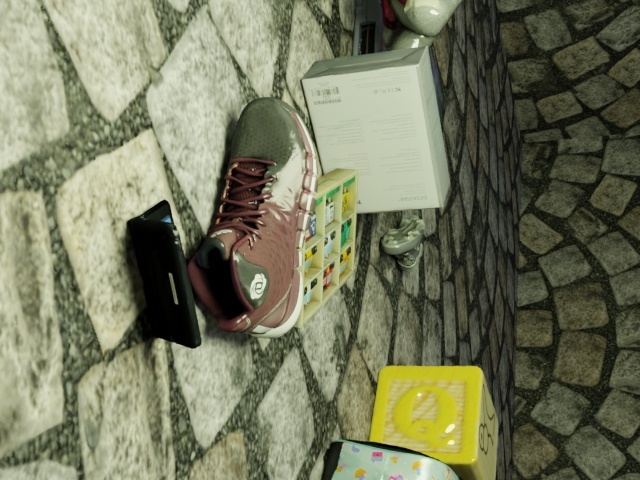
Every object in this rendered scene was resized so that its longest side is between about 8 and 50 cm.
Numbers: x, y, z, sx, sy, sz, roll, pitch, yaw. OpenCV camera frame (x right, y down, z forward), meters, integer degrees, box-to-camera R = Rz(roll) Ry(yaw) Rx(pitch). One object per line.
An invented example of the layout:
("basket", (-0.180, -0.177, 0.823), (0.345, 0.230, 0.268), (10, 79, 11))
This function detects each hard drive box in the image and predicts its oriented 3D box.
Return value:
("hard drive box", (0.089, -0.163, 1.317), (0.089, 0.181, 0.232), (-63, 145, -56))

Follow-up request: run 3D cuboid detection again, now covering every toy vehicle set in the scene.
("toy vehicle set", (0.000, 0.000, 1.207), (0.267, 0.035, 0.166), (-38, 132, -68))

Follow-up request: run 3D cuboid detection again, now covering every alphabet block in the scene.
("alphabet block", (0.209, 0.354, 1.551), (0.197, 0.193, 0.192), (65, 28, -46))

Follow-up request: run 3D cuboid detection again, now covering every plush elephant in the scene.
("plush elephant", (0.119, -0.450, 1.375), (0.330, 0.255, 0.272), (-54, -179, -16))

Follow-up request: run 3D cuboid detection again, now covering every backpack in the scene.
("backpack", (0.105, 0.377, 1.262), (0.166, 0.188, 0.144), (65, 29, -48))

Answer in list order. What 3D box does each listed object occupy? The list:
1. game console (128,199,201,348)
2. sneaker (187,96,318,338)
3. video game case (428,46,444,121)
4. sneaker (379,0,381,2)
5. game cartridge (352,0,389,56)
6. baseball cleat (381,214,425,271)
("game console", (-0.135, 0.029, 0.829), (0.071, 0.107, 0.122), (-23, 111, -39))
("sneaker", (-0.078, -0.029, 0.947), (0.162, 0.106, 0.281), (6, 82, -67))
("video game case", (0.249, -0.318, 2.020), (0.274, 0.026, 0.196), (-76, 154, -42))
("sneaker", (0.148, -0.480, 1.694), (0.098, 0.069, 0.038), (45, 45, -62))
("game cartridge", (0.107, -0.270, 1.578), (0.196, 0.060, 0.294), (51, 40, -65))
("baseball cleat", (0.169, 0.018, 1.674), (0.206, 0.072, 0.109), (-35, 126, -63))
